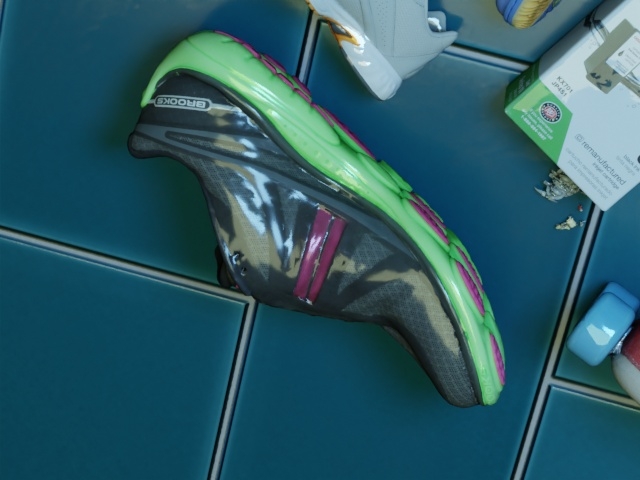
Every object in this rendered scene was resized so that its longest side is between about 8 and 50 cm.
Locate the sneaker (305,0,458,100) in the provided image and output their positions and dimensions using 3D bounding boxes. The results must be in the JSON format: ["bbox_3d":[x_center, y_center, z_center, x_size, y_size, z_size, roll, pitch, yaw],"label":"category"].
[{"bbox_3d":[0.040,-0.263,1.763,0.121,0.099,0.262,-33,130,7],"label":"sneaker"}]

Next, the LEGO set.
[{"bbox_3d":[0.254,-0.048,1.863,0.054,0.023,0.083,-25,104,18],"label":"LEGO set"}]

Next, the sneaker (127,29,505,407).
[{"bbox_3d":[0.000,0.000,1.838,0.483,0.185,0.202,45,100,3],"label":"sneaker"}]

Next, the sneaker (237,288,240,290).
[{"bbox_3d":[-0.014,0.049,1.921,0.178,0.077,0.072,5,113,8],"label":"sneaker"}]

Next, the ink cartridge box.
[{"bbox_3d":[0.308,-0.157,1.776,0.153,0.087,0.208,44,111,-8],"label":"ink cartridge box"}]

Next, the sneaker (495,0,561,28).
[{"bbox_3d":[0.222,-0.353,1.721,0.131,0.112,0.296,29,110,15],"label":"sneaker"}]

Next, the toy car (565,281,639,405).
[{"bbox_3d":[0.405,0.072,1.799,0.219,0.210,0.238,37,100,7],"label":"toy car"}]
